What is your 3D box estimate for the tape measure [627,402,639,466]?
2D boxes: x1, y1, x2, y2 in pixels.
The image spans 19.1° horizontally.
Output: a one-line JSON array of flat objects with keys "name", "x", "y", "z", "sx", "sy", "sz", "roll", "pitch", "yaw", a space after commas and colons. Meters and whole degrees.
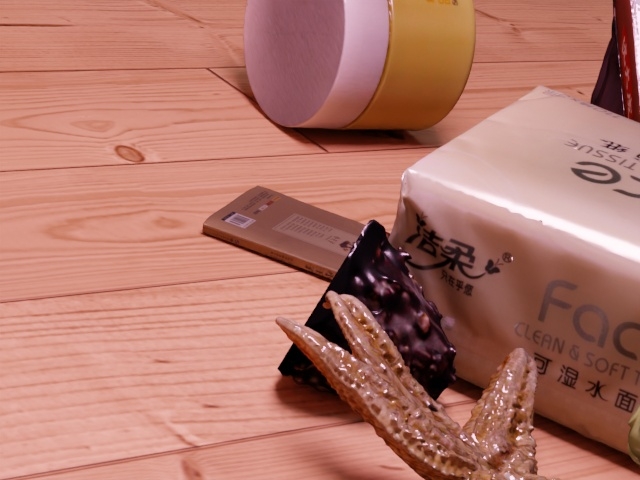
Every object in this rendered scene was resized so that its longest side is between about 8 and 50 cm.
[{"name": "tape measure", "x": 0.313, "y": 0.174, "z": 1.420, "sx": 0.200, "sy": 0.106, "sz": 0.175, "roll": 34, "pitch": -5, "yaw": -35}]

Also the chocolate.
[{"name": "chocolate", "x": 0.057, "y": 0.078, "z": 1.572, "sx": 0.133, "sy": 0.156, "sz": 0.156, "roll": 32, "pitch": 23, "yaw": -1}]

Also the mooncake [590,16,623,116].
[{"name": "mooncake", "x": 0.446, "y": -0.238, "z": 2.223, "sx": 0.212, "sy": 0.350, "sz": 0.381, "roll": 19, "pitch": 61, "yaw": 5}]

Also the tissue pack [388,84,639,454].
[{"name": "tissue pack", "x": 0.294, "y": 0.039, "z": 1.685, "sx": 0.405, "sy": 0.205, "sz": 0.332, "roll": 22, "pitch": 28, "yaw": 22}]

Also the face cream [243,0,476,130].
[{"name": "face cream", "x": 0.043, "y": -0.234, "z": 2.154, "sx": 0.179, "sy": 0.218, "sz": 0.218, "roll": 0, "pitch": 27, "yaw": -33}]

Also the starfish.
[{"name": "starfish", "x": 0.132, "y": 0.156, "z": 1.404, "sx": 0.375, "sy": 0.094, "sz": 0.327, "roll": 25, "pitch": 13, "yaw": -28}]

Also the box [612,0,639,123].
[{"name": "box", "x": 0.508, "y": -0.175, "z": 1.956, "sx": 0.385, "sy": 0.122, "sz": 0.344, "roll": -2, "pitch": 65, "yaw": 1}]

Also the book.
[{"name": "book", "x": 0.000, "y": 0.000, "z": 1.846, "sx": 0.199, "sy": 0.016, "sz": 0.138, "roll": 20, "pitch": 23, "yaw": 16}]
